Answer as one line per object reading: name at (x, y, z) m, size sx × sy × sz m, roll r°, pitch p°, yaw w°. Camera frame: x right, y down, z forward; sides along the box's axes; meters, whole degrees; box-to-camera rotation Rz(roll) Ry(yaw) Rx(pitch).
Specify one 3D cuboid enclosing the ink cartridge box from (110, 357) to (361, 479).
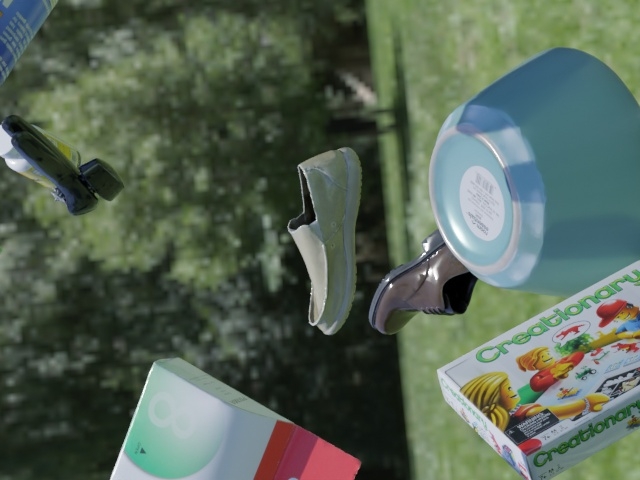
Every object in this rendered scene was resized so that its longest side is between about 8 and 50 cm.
ink cartridge box at (-0.094, 0.243, 1.702) m, size 0.056 × 0.225 × 0.181 m, roll -11°, pitch -54°, yaw -62°

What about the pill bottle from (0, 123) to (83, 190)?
pill bottle at (-0.367, -0.112, 2.243) m, size 0.116 × 0.065 × 0.065 m, roll 31°, pitch -134°, yaw -49°

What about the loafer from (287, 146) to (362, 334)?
loafer at (0.000, 0.000, 2.452) m, size 0.102 × 0.092 × 0.268 m, roll -145°, pitch 58°, yaw -75°

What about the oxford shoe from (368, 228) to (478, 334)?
oxford shoe at (0.141, 0.069, 2.263) m, size 0.227 × 0.083 × 0.096 m, roll -47°, pitch 59°, yaw 42°

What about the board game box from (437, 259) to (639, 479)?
board game box at (0.305, 0.133, 1.883) m, size 0.193 × 0.305 × 0.053 m, roll 43°, pitch 156°, yaw 54°

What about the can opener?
can opener at (-0.289, -0.086, 1.891) m, size 0.059 × 0.073 × 0.186 m, roll 45°, pitch -178°, yaw 38°

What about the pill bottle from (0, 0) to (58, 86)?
pill bottle at (-0.414, -0.251, 2.010) m, size 0.272 × 0.152 × 0.152 m, roll -60°, pitch -13°, yaw -17°

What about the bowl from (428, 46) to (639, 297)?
bowl at (0.243, -0.065, 2.060) m, size 0.311 × 0.163 × 0.311 m, roll 31°, pitch 128°, yaw 53°
